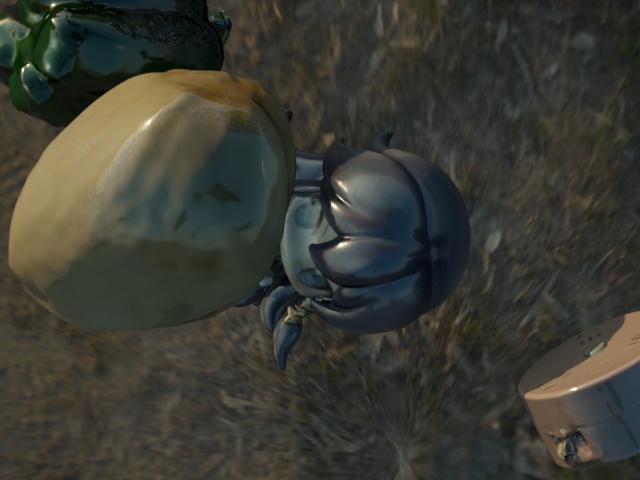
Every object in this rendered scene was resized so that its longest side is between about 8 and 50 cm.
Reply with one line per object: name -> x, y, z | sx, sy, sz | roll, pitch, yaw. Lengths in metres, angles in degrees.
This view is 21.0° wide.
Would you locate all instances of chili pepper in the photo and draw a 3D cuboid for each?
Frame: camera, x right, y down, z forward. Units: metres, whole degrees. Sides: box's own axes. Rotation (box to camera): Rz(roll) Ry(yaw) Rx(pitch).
chili pepper -> -0.166, -0.171, 1.549 | 0.165, 0.261, 0.174 | 50, 119, 33

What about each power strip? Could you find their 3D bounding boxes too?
power strip -> 0.244, 0.124, 1.442 | 0.154, 0.154, 0.078 | -27, 99, -1

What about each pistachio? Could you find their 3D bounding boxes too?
pistachio -> -0.104, -0.022, 1.085 | 0.238, 0.138, 0.153 | -24, 75, 43

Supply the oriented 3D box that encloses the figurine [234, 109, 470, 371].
figurine -> 0.009, -0.007, 1.538 | 0.197, 0.175, 0.265 | -35, 37, -24
